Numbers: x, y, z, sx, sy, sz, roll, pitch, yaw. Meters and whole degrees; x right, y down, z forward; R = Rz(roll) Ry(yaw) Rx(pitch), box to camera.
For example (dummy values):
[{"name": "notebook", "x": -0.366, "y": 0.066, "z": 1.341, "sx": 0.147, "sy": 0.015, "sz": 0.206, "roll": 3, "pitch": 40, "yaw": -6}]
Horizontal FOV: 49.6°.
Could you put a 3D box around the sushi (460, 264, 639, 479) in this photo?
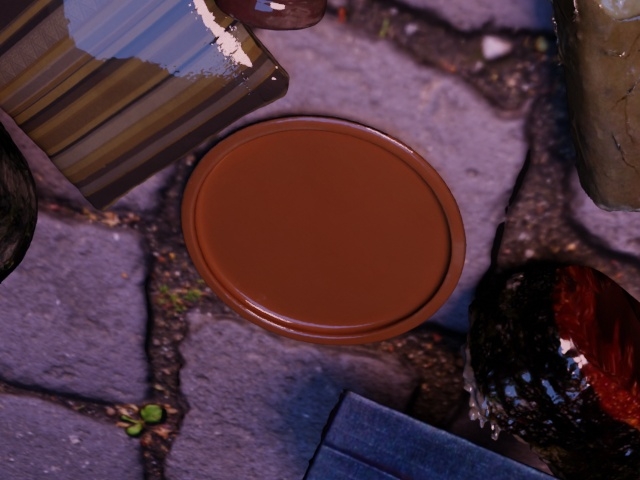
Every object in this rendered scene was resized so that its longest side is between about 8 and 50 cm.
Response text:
[{"name": "sushi", "x": 0.223, "y": 0.120, "z": 0.583, "sx": 0.225, "sy": 0.136, "sz": 0.126, "roll": 33, "pitch": 134, "yaw": -21}]

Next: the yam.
[{"name": "yam", "x": 0.186, "y": -0.145, "z": 0.402, "sx": 0.106, "sy": 0.106, "sz": 0.259, "roll": -10, "pitch": 127, "yaw": 19}]

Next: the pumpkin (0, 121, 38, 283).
[{"name": "pumpkin", "x": -0.309, "y": -0.050, "z": 0.505, "sx": 0.162, "sy": 0.220, "sz": 0.220, "roll": -42, "pitch": 116, "yaw": -5}]

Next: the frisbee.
[{"name": "frisbee", "x": 0.000, "y": 0.000, "z": 0.604, "sx": 0.250, "sy": 0.021, "sz": 0.251, "roll": 5, "pitch": 130, "yaw": 7}]

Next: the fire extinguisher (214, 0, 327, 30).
[{"name": "fire extinguisher", "x": 0.006, "y": -0.243, "z": 0.376, "sx": 0.106, "sy": 0.075, "sz": 0.252, "roll": 11, "pitch": 128, "yaw": -4}]

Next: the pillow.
[{"name": "pillow", "x": -0.162, "y": -0.142, "z": 0.501, "sx": 0.208, "sy": 0.052, "sz": 0.212, "roll": -27, "pitch": 119, "yaw": 25}]

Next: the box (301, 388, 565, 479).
[{"name": "box", "x": 0.131, "y": 0.274, "z": 0.646, "sx": 0.261, "sy": 0.116, "sz": 0.279, "roll": 18, "pitch": 152, "yaw": 18}]
